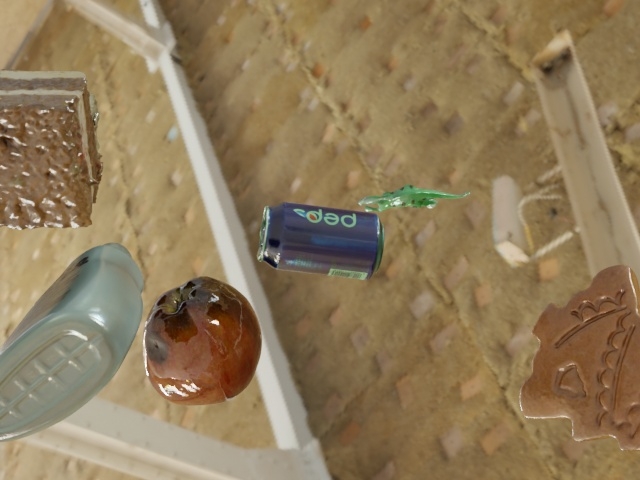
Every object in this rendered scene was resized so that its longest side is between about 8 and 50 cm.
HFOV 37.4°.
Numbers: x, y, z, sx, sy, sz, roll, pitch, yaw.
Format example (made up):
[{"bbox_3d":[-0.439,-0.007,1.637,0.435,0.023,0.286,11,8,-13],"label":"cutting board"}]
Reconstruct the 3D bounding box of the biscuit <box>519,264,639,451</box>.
[{"bbox_3d":[0.437,0.195,1.398,0.306,0.043,0.284,40,-74,42],"label":"biscuit"}]

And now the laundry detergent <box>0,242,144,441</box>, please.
[{"bbox_3d":[-0.361,0.114,1.398,0.264,0.125,0.398,-40,-164,14],"label":"laundry detergent"}]

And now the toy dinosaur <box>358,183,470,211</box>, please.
[{"bbox_3d":[0.072,-0.037,0.766,0.083,0.062,0.021,-14,-99,34],"label":"toy dinosaur"}]

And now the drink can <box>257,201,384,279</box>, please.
[{"bbox_3d":[0.000,0.000,1.592,0.118,0.204,0.118,-173,-90,-81],"label":"drink can"}]

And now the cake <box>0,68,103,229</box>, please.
[{"bbox_3d":[-0.551,-0.183,1.778,0.290,0.281,0.256,-96,-172,-61],"label":"cake"}]

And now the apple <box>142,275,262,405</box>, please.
[{"bbox_3d":[-0.216,0.176,1.695,0.230,0.230,0.230,-34,-139,36],"label":"apple"}]
